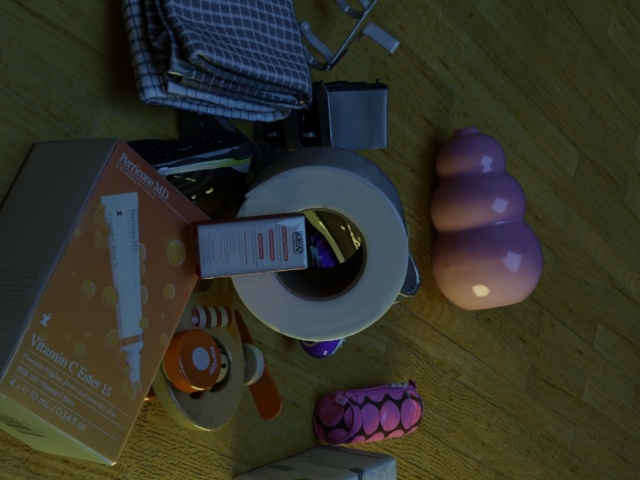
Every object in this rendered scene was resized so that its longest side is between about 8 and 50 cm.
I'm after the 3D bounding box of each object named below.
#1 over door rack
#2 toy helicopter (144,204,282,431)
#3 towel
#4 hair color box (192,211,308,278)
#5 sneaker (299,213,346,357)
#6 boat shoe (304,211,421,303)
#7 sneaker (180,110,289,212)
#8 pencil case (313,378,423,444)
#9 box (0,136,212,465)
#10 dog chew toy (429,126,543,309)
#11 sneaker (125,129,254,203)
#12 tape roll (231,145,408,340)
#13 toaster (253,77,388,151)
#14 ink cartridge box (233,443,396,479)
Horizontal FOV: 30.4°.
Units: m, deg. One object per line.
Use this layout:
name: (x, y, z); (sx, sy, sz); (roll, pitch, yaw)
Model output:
over door rack: (0.081, -0.388, 1.794); (0.108, 0.324, 0.240); (37, 81, -17)
toy helicopter: (-0.142, 0.111, 1.712); (0.235, 0.140, 0.355); (38, 50, -36)
towel: (-0.141, -0.304, 1.662); (0.283, 0.121, 0.235); (6, 67, -49)
hair color box: (-0.091, 0.006, 1.518); (0.141, 0.043, 0.072); (-5, 98, -14)
sneaker: (-0.026, 0.036, 1.870); (0.146, 0.102, 0.294); (17, 71, -49)
boat shoe: (0.078, -0.015, 1.846); (0.324, 0.096, 0.117); (52, 45, -34)
sneaker: (-0.119, -0.125, 1.771); (0.227, 0.087, 0.130); (49, 27, -16)
pencil case: (0.085, 0.290, 2.010); (0.209, 0.095, 0.098); (-1, 123, -50)
box: (-0.307, 0.072, 1.477); (0.215, 0.168, 0.345); (44, 58, -42)
dog chew toy: (0.294, -0.043, 2.178); (0.206, 0.206, 0.332); (-8, 88, -50)
sneaker: (-0.196, -0.086, 1.639); (0.234, 0.084, 0.097); (-9, 123, -24)
tape roll: (0.000, 0.000, 1.645); (0.169, 0.246, 0.246); (-76, 157, -76)
toaster: (0.005, -0.196, 1.849); (0.185, 0.168, 0.110); (-11, 102, -48)
ink cartridge box: (-0.004, 0.396, 1.850); (0.219, 0.160, 0.093); (-8, 98, -49)
